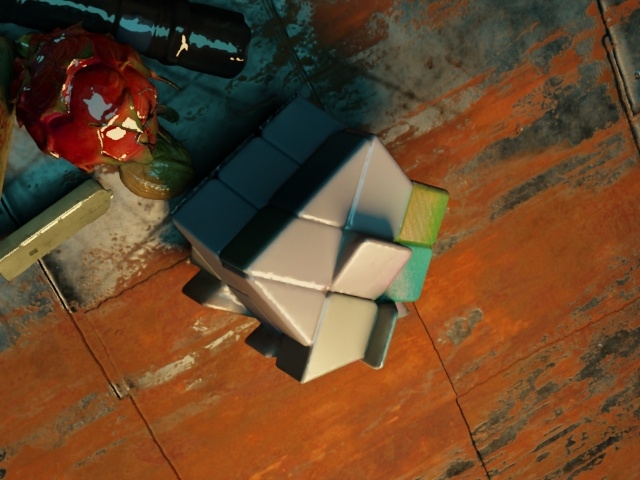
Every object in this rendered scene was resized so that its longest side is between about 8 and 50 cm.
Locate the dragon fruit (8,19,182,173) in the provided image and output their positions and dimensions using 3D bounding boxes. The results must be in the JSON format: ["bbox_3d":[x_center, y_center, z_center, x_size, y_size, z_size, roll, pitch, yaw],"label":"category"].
[{"bbox_3d":[-0.307,-0.185,1.516,0.274,0.193,0.192,38,106,-28],"label":"dragon fruit"}]

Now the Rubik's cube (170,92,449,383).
[{"bbox_3d":[0.000,0.000,1.649,0.387,0.358,0.368,-45,120,-12],"label":"Rubik's cube"}]

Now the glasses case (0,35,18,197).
[{"bbox_3d":[-0.502,-0.082,1.546,0.098,0.156,0.425,16,105,3],"label":"glasses case"}]

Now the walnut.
[{"bbox_3d":[-0.245,-0.111,1.657,0.124,0.105,0.105,10,106,-28],"label":"walnut"}]

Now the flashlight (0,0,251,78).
[{"bbox_3d":[-0.308,-0.317,1.568,0.424,0.103,0.103,10,106,-20],"label":"flashlight"}]

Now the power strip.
[{"bbox_3d":[-0.405,-0.013,1.633,0.227,0.080,0.029,-38,73,-17],"label":"power strip"}]
